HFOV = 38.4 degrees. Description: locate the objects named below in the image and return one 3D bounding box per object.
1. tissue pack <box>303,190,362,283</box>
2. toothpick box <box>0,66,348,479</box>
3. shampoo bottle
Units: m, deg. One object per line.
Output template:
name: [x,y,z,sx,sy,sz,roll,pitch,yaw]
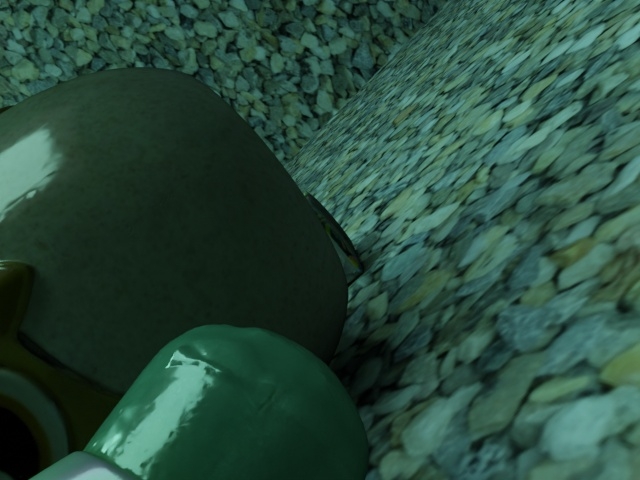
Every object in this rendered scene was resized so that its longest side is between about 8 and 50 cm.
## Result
tissue pack: [0.000,0.000,1.197,0.060,0.108,0.148,-41,9,5]
toothpick box: [-0.221,0.075,0.854,0.425,0.409,0.409,-39,8,-13]
shampoo bottle: [-0.104,0.198,0.484,0.222,0.151,0.349,20,61,29]
